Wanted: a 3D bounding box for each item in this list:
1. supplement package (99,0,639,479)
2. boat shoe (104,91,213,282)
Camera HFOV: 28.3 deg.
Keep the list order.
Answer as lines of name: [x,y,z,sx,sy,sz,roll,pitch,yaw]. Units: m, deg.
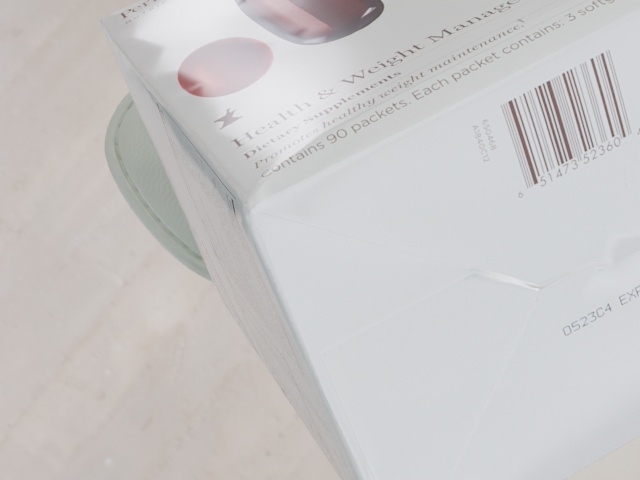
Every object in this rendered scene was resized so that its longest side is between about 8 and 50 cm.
supplement package: [0.051,-0.033,0.467,0.194,0.149,0.203,-27,30,-9]
boat shoe: [0.000,0.000,0.777,0.302,0.091,0.114,36,95,19]
